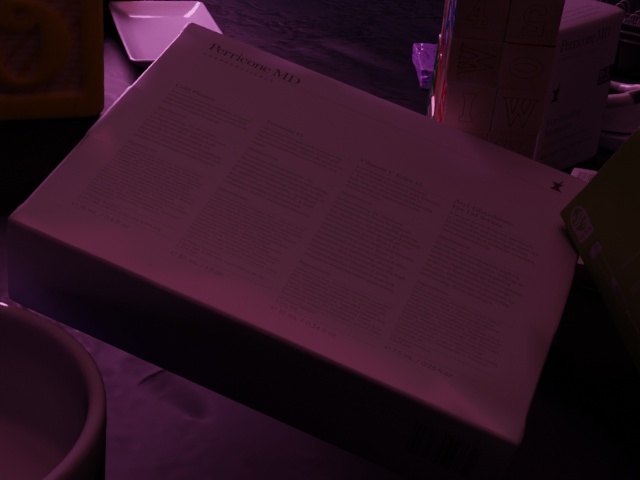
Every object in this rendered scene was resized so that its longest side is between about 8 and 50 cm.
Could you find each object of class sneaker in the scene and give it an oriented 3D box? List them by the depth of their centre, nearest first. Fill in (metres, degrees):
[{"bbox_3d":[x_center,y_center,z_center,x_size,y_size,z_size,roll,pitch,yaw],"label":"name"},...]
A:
[{"bbox_3d":[0.298,-0.193,1.441,0.258,0.091,0.094,21,31,27],"label":"sneaker"}]

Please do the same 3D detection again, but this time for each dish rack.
[{"bbox_3d":[0.449,-0.330,1.754,0.208,0.074,0.271,20,31,25],"label":"dish rack"}]

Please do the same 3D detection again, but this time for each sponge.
[{"bbox_3d":[0.236,-0.240,1.588,0.210,0.031,0.117,2,28,-5],"label":"sponge"}]

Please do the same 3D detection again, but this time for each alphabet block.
[{"bbox_3d":[-0.370,-0.264,1.360,0.193,0.192,0.197,-7,31,-19],"label":"alphabet block"}]

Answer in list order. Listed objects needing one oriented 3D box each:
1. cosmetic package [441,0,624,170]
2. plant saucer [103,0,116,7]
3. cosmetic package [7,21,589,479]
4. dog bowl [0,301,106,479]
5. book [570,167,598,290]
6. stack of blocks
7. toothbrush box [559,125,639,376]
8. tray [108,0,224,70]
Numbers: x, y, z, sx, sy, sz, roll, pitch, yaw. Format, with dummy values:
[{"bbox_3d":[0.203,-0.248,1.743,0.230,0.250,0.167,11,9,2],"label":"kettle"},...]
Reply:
[{"bbox_3d":[0.235,-0.186,1.319,0.151,0.184,0.151,26,34,35],"label":"cosmetic package"},{"bbox_3d":[-0.441,-0.408,1.743,0.332,0.081,0.333,12,27,13],"label":"plant saucer"},{"bbox_3d":[0.000,0.000,0.871,0.377,0.097,0.284,23,47,8],"label":"cosmetic package"},{"bbox_3d":[-0.264,0.140,0.690,0.265,0.104,0.265,4,27,-2],"label":"dog bowl"},{"bbox_3d":[0.271,-0.014,1.113,0.096,0.035,0.144,14,47,25],"label":"book"},{"bbox_3d":[0.147,-0.126,1.040,0.087,0.297,0.171,5,38,1],"label":"stack of blocks"},{"bbox_3d":[0.334,0.054,0.807,0.206,0.122,0.283,-8,64,-26],"label":"toothbrush box"},{"bbox_3d":[-0.213,-0.286,1.601,0.145,0.030,0.270,-4,29,-16],"label":"tray"}]
